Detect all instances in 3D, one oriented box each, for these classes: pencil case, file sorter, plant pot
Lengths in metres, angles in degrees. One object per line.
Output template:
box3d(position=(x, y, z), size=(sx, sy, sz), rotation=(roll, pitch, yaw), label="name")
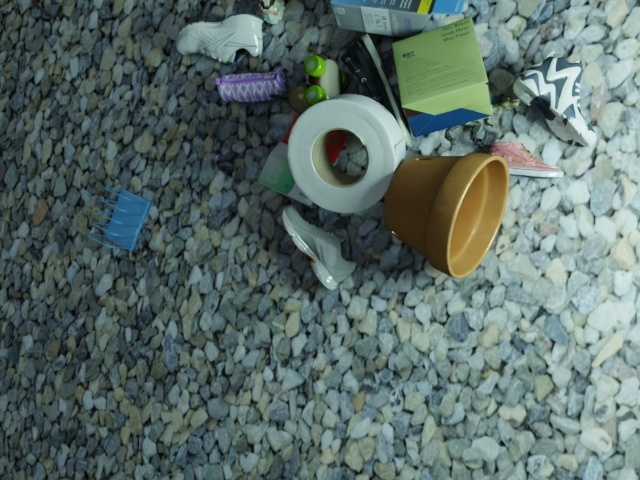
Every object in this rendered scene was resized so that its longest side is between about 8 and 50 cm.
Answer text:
box3d(position=(-0.194, -0.446, 1.480), size=(0.206, 0.088, 0.086), rotation=(-1, 84, 20), label="pencil case")
box3d(position=(-0.636, -0.069, 1.603), size=(0.118, 0.104, 0.170), rotation=(24, 94, 18), label="file sorter")
box3d(position=(0.287, -0.078, 1.208), size=(0.203, 0.290, 0.291), rotation=(22, 94, 36), label="plant pot")

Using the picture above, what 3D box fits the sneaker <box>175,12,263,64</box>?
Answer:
box3d(position=(-0.305, -0.585, 1.520), size=(0.297, 0.111, 0.129), rotation=(-2, 101, 24), label="sneaker")

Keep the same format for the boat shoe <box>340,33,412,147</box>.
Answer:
box3d(position=(0.139, -0.376, 1.340), size=(0.113, 0.127, 0.340), rotation=(-24, 78, 17), label="boat shoe")

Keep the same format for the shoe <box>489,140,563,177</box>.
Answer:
box3d(position=(0.496, -0.196, 1.237), size=(0.177, 0.063, 0.081), rotation=(9, 95, 24), label="shoe")

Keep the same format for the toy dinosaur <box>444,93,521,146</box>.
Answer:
box3d(position=(0.365, -0.299, 1.292), size=(0.268, 0.064, 0.118), rotation=(-2, 72, 20), label="toy dinosaur")

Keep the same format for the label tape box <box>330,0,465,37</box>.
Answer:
box3d(position=(0.223, -0.648, 1.306), size=(0.333, 0.106, 0.241), rotation=(16, 75, 19), label="label tape box")

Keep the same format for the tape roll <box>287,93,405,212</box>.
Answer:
box3d(position=(0.064, -0.216, 1.276), size=(0.286, 0.100, 0.286), rotation=(9, 115, 21), label="tape roll")

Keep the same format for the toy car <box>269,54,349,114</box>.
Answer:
box3d(position=(-0.038, -0.406, 1.399), size=(0.188, 0.155, 0.149), rotation=(-1, 89, 32), label="toy car")

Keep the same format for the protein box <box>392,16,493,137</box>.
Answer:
box3d(position=(0.297, -0.395, 1.252), size=(0.199, 0.136, 0.201), rotation=(-13, 64, 18), label="protein box")

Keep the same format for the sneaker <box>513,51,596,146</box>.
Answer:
box3d(position=(0.587, -0.343, 1.198), size=(0.235, 0.094, 0.153), rotation=(43, 89, 6), label="sneaker")

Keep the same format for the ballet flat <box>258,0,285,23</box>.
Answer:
box3d(position=(-0.143, -0.754, 1.486), size=(0.091, 0.077, 0.241), rotation=(-6, 84, 20), label="ballet flat")

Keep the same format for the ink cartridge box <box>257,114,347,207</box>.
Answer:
box3d(position=(-0.050, -0.228, 1.437), size=(0.181, 0.056, 0.225), rotation=(26, 96, 18), label="ink cartridge box")

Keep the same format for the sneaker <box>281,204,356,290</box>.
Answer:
box3d(position=(0.000, 0.000, 1.392), size=(0.121, 0.099, 0.262), rotation=(-35, 84, 6), label="sneaker")
